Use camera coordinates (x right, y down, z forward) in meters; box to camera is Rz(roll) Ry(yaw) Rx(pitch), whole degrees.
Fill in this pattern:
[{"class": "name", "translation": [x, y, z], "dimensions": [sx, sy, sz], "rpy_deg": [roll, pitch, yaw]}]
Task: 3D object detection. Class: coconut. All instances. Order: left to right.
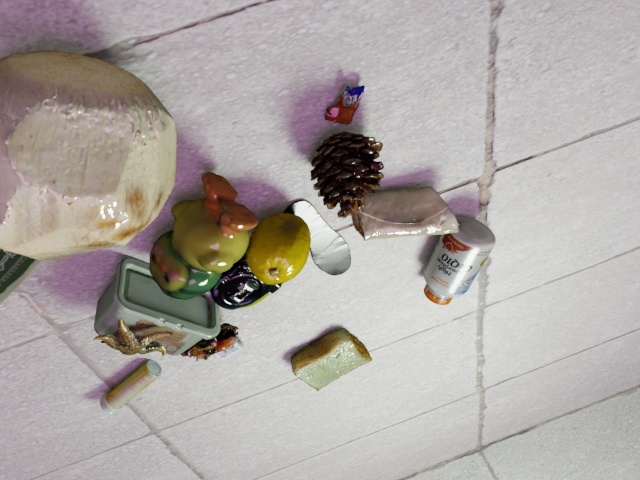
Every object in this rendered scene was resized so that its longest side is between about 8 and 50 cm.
[{"class": "coconut", "translation": [-0.472, -0.133, 0.944], "dimensions": [0.416, 0.344, 0.415], "rpy_deg": [-11, 129, -14]}]

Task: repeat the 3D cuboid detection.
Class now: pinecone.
[{"class": "pinecone", "translation": [0.069, -0.164, 1.219], "dimensions": [0.179, 0.204, 0.184], "rpy_deg": [5, 143, -20]}]

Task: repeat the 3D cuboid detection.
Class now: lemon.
[{"class": "lemon", "translation": [-0.109, 0.019, 1.310], "dimensions": [0.170, 0.207, 0.169], "rpy_deg": [9, 134, 9]}]

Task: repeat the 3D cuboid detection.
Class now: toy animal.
[{"class": "toy animal", "translation": [-0.288, 0.008, 1.243], "dimensions": [0.338, 0.216, 0.191], "rpy_deg": [-48, 156, 25]}]

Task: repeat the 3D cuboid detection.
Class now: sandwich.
[{"class": "sandwich", "translation": [0.038, 0.440, 1.811], "dimensions": [0.251, 0.087, 0.226], "rpy_deg": [-32, 132, 8]}]

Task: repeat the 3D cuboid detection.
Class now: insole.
[{"class": "insole", "translation": [0.000, 0.000, 1.468], "dimensions": [0.119, 0.009, 0.348], "rpy_deg": [-33, 133, 7]}]

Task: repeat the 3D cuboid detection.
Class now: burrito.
[{"class": "burrito", "translation": [0.239, -0.075, 1.414], "dimensions": [0.300, 0.143, 0.105], "rpy_deg": [-6, 163, -11]}]

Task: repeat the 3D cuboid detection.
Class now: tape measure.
[{"class": "tape measure", "translation": [-0.226, 0.119, 1.418], "dimensions": [0.186, 0.112, 0.199], "rpy_deg": [-36, 131, 14]}]

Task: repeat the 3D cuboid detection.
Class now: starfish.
[{"class": "starfish", "translation": [-0.470, 0.263, 1.291], "dimensions": [0.176, 0.053, 0.208], "rpy_deg": [-20, 148, 4]}]

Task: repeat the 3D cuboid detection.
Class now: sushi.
[{"class": "sushi", "translation": [-0.341, 0.316, 1.554], "dimensions": [0.226, 0.097, 0.103], "rpy_deg": [-19, 129, 17]}]

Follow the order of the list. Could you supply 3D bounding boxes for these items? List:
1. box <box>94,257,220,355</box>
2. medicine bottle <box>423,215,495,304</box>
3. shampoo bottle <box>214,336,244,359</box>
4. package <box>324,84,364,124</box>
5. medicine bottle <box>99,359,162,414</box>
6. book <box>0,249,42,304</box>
[{"class": "box", "translation": [-0.456, 0.203, 1.373], "dimensions": [0.312, 0.175, 0.182], "rpy_deg": [27, 125, -36]}, {"class": "medicine bottle", "translation": [0.431, 0.076, 1.595], "dimensions": [0.157, 0.157, 0.288], "rpy_deg": [2, 128, -22]}, {"class": "shampoo bottle", "translation": [-0.311, 0.353, 1.632], "dimensions": [0.099, 0.043, 0.072], "rpy_deg": [-34, 131, 10]}, {"class": "package", "translation": [0.061, -0.329, 1.191], "dimensions": [0.077, 0.033, 0.110], "rpy_deg": [-17, 152, -38]}, {"class": "medicine bottle", "translation": [-0.613, 0.473, 1.605], "dimensions": [0.218, 0.074, 0.074], "rpy_deg": [-39, 131, 12]}, {"class": "book", "translation": [-0.848, -0.001, 1.122], "dimensions": [0.260, 0.043, 0.371], "rpy_deg": [-41, 131, 15]}]
